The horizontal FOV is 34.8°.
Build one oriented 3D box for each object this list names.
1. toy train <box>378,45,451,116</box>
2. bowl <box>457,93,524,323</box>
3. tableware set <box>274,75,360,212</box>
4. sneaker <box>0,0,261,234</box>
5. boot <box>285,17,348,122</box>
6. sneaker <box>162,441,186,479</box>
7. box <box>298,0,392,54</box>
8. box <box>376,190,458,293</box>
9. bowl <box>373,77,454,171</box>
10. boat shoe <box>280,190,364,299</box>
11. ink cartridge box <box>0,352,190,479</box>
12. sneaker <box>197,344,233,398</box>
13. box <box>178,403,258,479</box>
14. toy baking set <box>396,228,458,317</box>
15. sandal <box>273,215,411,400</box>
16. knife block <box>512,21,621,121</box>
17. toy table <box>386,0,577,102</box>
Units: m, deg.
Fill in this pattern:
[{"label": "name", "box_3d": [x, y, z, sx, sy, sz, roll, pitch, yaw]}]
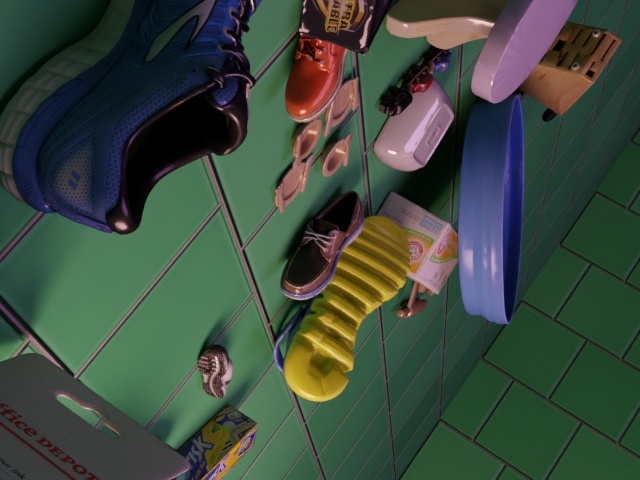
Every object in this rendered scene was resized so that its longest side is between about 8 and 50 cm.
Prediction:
[{"label": "toy train", "box_3d": [0.134, -0.220, 1.397, 0.158, 0.036, 0.027, -47, 158, -30]}, {"label": "bowl", "box_3d": [0.296, -0.053, 1.756, 0.391, 0.077, 0.391, 2, 90, -74]}, {"label": "tableware set", "box_3d": [-0.001, -0.115, 1.248, 0.168, 0.020, 0.141, -44, 156, -37]}, {"label": "sneaker", "box_3d": [-0.094, -0.138, 0.787, 0.330, 0.147, 0.130, -56, 161, -13]}, {"label": "boot", "box_3d": [-0.005, -0.202, 1.058, 0.158, 0.059, 0.084, -68, 158, 2]}, {"label": "sneaker", "box_3d": [-0.232, 0.331, 1.199, 0.302, 0.121, 0.108, -15, 134, -64]}, {"label": "box", "box_3d": [0.072, -0.360, 0.859, 0.296, 0.073, 0.293, 101, 11, -48]}, {"label": "box", "box_3d": [0.157, 0.007, 1.684, 0.103, 0.114, 0.203, -59, 160, 0]}, {"label": "bowl", "box_3d": [0.143, -0.164, 1.484, 0.142, 0.053, 0.142, -58, 163, 2]}, {"label": "boat shoe", "box_3d": [0.000, 0.000, 1.374, 0.183, 0.066, 0.066, -57, 159, -37]}, {"label": "ink cartridge box", "box_3d": [-0.282, 0.218, 0.769, 0.353, 0.207, 0.119, -18, 135, -61]}, {"label": "sneaker", "box_3d": [-0.134, 0.161, 1.327, 0.109, 0.040, 0.044, 100, 12, -54]}, {"label": "box", "box_3d": [-0.162, 0.308, 1.434, 0.169, 0.059, 0.054, -41, 152, -42]}, {"label": "toy baking set", "box_3d": [0.210, 0.068, 2.046, 0.256, 0.030, 0.197, -17, 133, -63]}, {"label": "sandal", "box_3d": [0.021, 0.095, 1.515, 0.317, 0.126, 0.138, -55, -167, -24]}, {"label": "knife block", "box_3d": [0.414, -0.270, 1.722, 0.242, 0.275, 0.088, 38, 83, -41]}, {"label": "toy table", "box_3d": [0.213, -0.309, 1.268, 0.274, 0.160, 0.252, -44, 156, -38]}]
